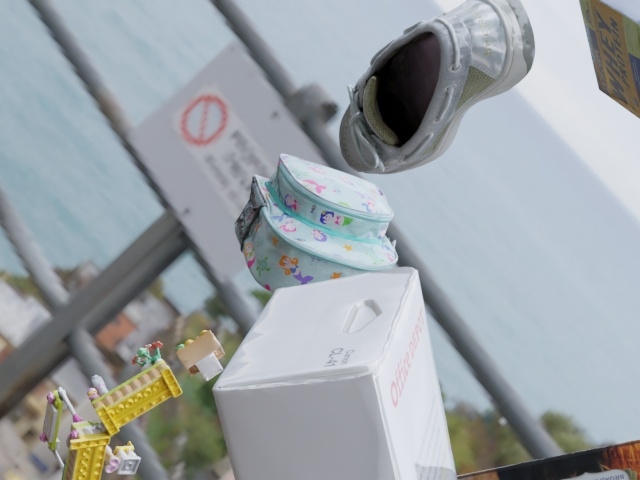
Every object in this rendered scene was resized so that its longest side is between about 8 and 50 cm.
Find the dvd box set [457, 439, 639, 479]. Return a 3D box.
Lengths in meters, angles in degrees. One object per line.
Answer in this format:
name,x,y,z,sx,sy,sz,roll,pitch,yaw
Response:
dvd box set,0.241,0.438,1.502,0.062,0.308,0.420,58,21,-70

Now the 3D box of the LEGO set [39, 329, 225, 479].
LEGO set,-0.236,0.191,1.661,0.132,0.287,0.107,21,19,-41

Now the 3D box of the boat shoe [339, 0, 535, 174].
boat shoe,0.086,-0.143,1.408,0.320,0.103,0.118,-31,-105,62

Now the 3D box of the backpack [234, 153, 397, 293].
backpack,0.000,0.000,2.154,0.225,0.191,0.253,18,26,-17

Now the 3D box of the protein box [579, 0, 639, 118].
protein box,0.433,-0.240,1.687,0.201,0.200,0.136,-117,-171,-67

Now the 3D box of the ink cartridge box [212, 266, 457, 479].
ink cartridge box,0.032,0.203,1.143,0.226,0.131,0.306,-59,138,-69
